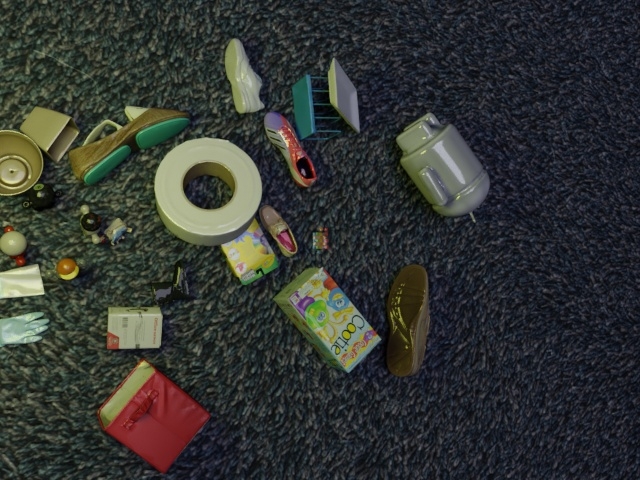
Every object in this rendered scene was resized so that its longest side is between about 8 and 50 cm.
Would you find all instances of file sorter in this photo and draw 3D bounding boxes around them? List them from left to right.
[{"bbox_3d":[-0.009,-0.389,1.881,0.104,0.118,0.170,-5,88,-24],"label":"file sorter"}]

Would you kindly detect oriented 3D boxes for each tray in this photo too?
[{"bbox_3d":[0.067,-0.414,1.856,0.030,0.270,0.145,-7,81,16],"label":"tray"}]

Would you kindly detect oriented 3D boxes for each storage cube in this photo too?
[{"bbox_3d":[-0.426,0.442,1.619,0.193,0.215,0.183,45,72,-18],"label":"storage cube"}]

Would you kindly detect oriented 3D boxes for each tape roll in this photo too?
[{"bbox_3d":[-0.303,-0.133,1.724,0.286,0.100,0.286,4,71,-11],"label":"tape roll"}]

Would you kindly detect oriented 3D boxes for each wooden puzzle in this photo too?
[{"bbox_3d":[0.000,0.000,1.914,0.049,0.006,0.083,0,86,-20],"label":"wooden puzzle"}]

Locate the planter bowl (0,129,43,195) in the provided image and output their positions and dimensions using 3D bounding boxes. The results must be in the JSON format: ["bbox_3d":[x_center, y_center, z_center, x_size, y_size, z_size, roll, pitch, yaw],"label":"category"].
[{"bbox_3d":[-0.775,-0.180,1.584,0.162,0.109,0.162,3,80,-19],"label":"planter bowl"}]

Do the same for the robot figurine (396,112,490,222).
[{"bbox_3d":[0.387,-0.218,1.970,0.353,0.200,0.300,53,43,-9],"label":"robot figurine"}]

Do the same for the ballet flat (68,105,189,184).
[{"bbox_3d":[-0.521,-0.284,1.701,0.342,0.116,0.124,-36,79,-15],"label":"ballet flat"}]

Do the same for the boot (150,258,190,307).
[{"bbox_3d":[-0.413,0.117,1.736,0.099,0.045,0.121,-10,88,-15],"label":"boot"}]

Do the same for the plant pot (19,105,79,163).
[{"bbox_3d":[-0.699,-0.279,1.629,0.096,0.109,0.109,30,76,-2],"label":"plant pot"}]

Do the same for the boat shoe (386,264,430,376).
[{"bbox_3d":[0.276,0.245,1.954,0.110,0.122,0.341,17,81,-56],"label":"boat shoe"}]

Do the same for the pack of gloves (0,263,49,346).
[{"bbox_3d":[-0.807,0.177,1.583,0.232,0.046,0.195,-12,90,-20],"label":"pack of gloves"}]

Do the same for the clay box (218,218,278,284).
[{"bbox_3d":[-0.224,0.005,1.806,0.127,0.053,0.222,-29,96,-20],"label":"clay box"}]

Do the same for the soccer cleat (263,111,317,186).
[{"bbox_3d":[-0.082,-0.270,1.856,0.083,0.095,0.248,-29,97,-20],"label":"soccer cleat"}]

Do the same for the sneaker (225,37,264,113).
[{"bbox_3d":[-0.213,-0.477,1.842,0.094,0.080,0.212,-14,98,-32],"label":"sneaker"}]

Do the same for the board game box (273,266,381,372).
[{"bbox_3d":[0.018,0.225,1.832,0.142,0.144,0.275,-42,101,-18],"label":"board game box"}]

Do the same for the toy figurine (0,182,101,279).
[{"bbox_3d":[-0.665,-0.016,1.587,0.209,0.148,0.213,31,72,-16],"label":"toy figurine"}]

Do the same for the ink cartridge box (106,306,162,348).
[{"bbox_3d":[-0.491,0.230,1.677,0.135,0.056,0.099,3,104,-20],"label":"ink cartridge box"}]

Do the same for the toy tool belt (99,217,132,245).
[{"bbox_3d":[-0.546,-0.015,1.690,0.051,0.052,0.083,41,74,-4],"label":"toy tool belt"}]

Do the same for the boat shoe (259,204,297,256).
[{"bbox_3d":[-0.116,-0.031,1.845,0.063,0.059,0.170,-36,99,-19],"label":"boat shoe"}]
